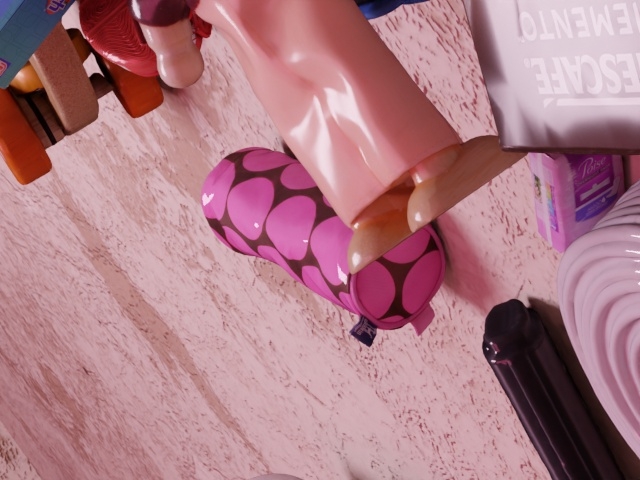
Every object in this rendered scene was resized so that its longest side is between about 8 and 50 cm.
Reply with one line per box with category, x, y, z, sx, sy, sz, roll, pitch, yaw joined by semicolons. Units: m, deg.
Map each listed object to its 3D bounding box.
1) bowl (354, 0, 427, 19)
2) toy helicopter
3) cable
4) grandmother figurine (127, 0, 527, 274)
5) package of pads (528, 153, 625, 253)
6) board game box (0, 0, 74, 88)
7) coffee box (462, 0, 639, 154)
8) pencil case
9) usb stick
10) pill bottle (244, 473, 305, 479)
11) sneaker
bowl;-0.042;-0.291;1.042;0.391;0.077;0.391;44;158;23
toy helicopter;-0.281;-0.231;1.587;0.355;0.140;0.235;52;171;40
cable;0.236;0.078;1.018;0.257;0.089;0.257;23;144;53
grandmother figurine;-0.040;-0.148;1.036;0.208;0.104;0.342;-36;88;42
package of pads;0.146;-0.036;1.083;0.032;0.050;0.083;43;158;39
board game box;-0.212;-0.235;1.318;0.160;0.210;0.047;43;-173;26
coffee box;0.119;-0.188;0.703;0.168;0.119;0.297;4;114;61
pencil case;0.000;0.000;1.407;0.209;0.095;0.098;31;166;50
usb stick;0.187;0.166;1.309;0.278;0.045;0.077;60;-163;-18
pill bottle;0.054;0.354;1.654;0.408;0.229;0.229;25;146;51
sneaker;-0.108;-0.161;1.353;0.128;0.087;0.221;42;-164;-37
